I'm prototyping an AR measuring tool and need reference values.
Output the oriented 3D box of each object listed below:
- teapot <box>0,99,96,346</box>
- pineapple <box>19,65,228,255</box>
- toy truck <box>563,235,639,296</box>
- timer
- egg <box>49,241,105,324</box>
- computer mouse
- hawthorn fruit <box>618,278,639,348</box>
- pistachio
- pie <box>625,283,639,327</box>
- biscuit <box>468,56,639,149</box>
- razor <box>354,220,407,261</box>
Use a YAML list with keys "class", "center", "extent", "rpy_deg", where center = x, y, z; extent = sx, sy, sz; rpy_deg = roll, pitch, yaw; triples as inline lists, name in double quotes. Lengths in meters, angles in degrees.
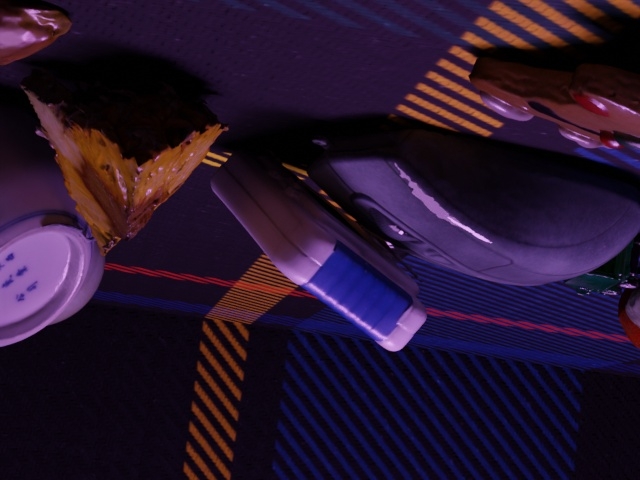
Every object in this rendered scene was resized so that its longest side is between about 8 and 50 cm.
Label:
- class: "teapot"
  center: [-0.367, -0.037, 1.692]
  extent: [0.280, 0.252, 0.424]
  rpy_deg: [43, 169, 30]
- class: "pineapple"
  center: [-0.178, -0.104, 1.541]
  extent: [0.164, 0.140, 0.250]
  rpy_deg: [46, 159, 11]
- class: "toy truck"
  center: [0.332, 0.027, 2.007]
  extent: [0.079, 0.065, 0.147]
  rpy_deg: [10, 171, 0]
- class: "timer"
  center: [0.000, 0.000, 1.700]
  extent: [0.178, 0.078, 0.253]
  rpy_deg: [38, -175, -31]
- class: "egg"
  center: [-0.364, 0.021, 2.138]
  extent: [0.183, 0.183, 0.217]
  rpy_deg: [10, 164, -18]
- class: "computer mouse"
  center: [0.150, -0.028, 1.661]
  extent: [0.371, 0.122, 0.188]
  rpy_deg: [15, 168, -25]
- class: "hawthorn fruit"
  center: [0.444, 0.095, 2.214]
  extent: [0.128, 0.128, 0.128]
  rpy_deg: [7, 171, 1]
- class: "pistachio"
  center: [-0.282, -0.161, 1.342]
  extent: [0.173, 0.049, 0.089]
  rpy_deg: [6, 172, 8]
- class: "pie"
  center: [0.502, 0.064, 2.006]
  extent: [0.306, 0.071, 0.306]
  rpy_deg: [-6, 173, -1]
- class: "biscuit"
  center: [0.244, -0.086, 1.237]
  extent: [0.197, 0.049, 0.301]
  rpy_deg: [12, -179, -36]
- class: "razor"
  center: [0.084, -0.006, 2.020]
  extent: [0.090, 0.054, 0.148]
  rpy_deg: [10, 172, -15]
